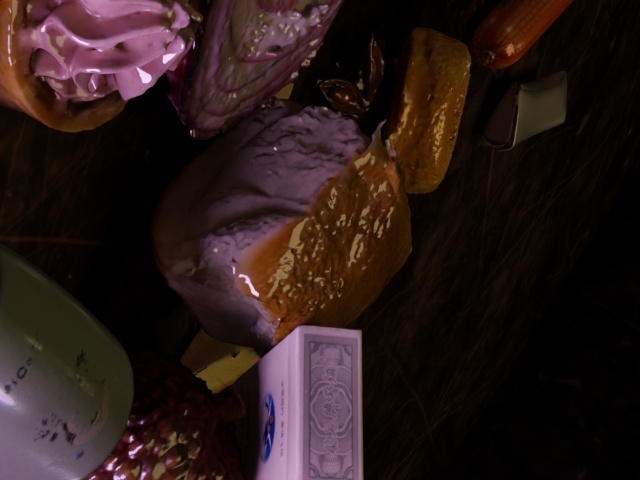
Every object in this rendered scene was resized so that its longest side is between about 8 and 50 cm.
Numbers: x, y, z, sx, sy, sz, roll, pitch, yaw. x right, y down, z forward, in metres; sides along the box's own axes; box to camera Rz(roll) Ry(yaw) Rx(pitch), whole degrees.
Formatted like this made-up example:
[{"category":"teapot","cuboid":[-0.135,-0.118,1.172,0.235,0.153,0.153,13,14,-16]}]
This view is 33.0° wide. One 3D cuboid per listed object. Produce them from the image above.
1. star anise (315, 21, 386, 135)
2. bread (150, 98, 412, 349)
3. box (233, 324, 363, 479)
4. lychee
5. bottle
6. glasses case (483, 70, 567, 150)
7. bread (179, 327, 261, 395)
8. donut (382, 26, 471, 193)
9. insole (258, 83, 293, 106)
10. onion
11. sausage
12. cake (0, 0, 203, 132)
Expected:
[{"category":"star anise","cuboid":[0.056,-0.209,1.404,0.212,0.053,0.157,-2,116,-64]},{"category":"bread","cuboid":[-0.040,0.001,1.183,0.250,0.225,0.279,-49,147,-20]},{"category":"box","cuboid":[-0.030,0.199,1.125,0.256,0.069,0.164,134,-41,-63]},{"category":"lychee","cuboid":[-0.197,0.232,1.103,0.271,0.236,0.236,-37,152,-11]},{"category":"bottle","cuboid":[-0.277,0.070,0.826,0.168,0.168,0.347,-56,152,-18]},{"category":"glasses case","cuboid":[0.393,-0.256,2.073,0.308,0.083,0.128,-24,130,-58]},{"category":"bread","cuboid":[-0.136,0.171,1.354,0.109,0.080,0.084,-59,156,-18]},{"category":"donut","cuboid":[0.134,-0.176,1.494,0.253,0.118,0.253,15,90,-79]},{"category":"insole","cuboid":[-0.021,-0.245,1.247,0.081,0.011,0.248,-11,125,-64]},{"category":"onion","cuboid":[-0.079,-0.234,0.982,0.280,0.146,0.314,-57,170,19]},{"category":"sausage","cuboid":[0.338,-0.375,1.806,0.312,0.093,0.093,-46,152,-36]},{"category":"cake","cuboid":[-0.169,-0.164,0.790,0.185,0.178,0.208,-15,130,-63]}]
